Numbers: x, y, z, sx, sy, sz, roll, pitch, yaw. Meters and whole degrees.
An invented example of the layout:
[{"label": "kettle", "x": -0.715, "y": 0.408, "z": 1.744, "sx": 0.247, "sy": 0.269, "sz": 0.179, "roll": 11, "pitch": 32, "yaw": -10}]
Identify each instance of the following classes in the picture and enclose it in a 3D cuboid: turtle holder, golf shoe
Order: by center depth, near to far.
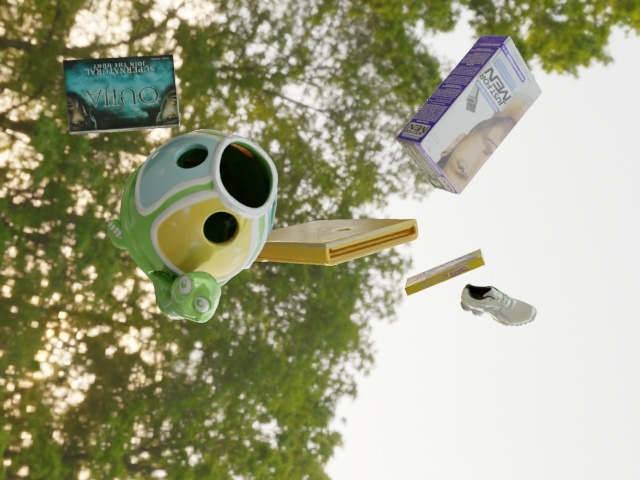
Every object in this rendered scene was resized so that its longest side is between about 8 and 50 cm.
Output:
[{"label": "turtle holder", "x": -0.197, "y": -0.039, "z": 1.124, "sx": 0.227, "sy": 0.243, "sz": 0.320, "roll": -30, "pitch": -167, "yaw": 41}, {"label": "golf shoe", "x": 0.404, "y": 0.143, "z": 1.619, "sx": 0.176, "sy": 0.086, "sz": 0.069, "roll": 10, "pitch": -124, "yaw": 21}]

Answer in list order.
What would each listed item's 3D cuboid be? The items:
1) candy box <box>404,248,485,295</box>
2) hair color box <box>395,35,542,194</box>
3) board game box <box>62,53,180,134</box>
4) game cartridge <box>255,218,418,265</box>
[{"label": "candy box", "x": 0.309, "y": 0.078, "z": 1.767, "sx": 0.205, "sy": 0.105, "sz": 0.027, "roll": -24, "pitch": -86, "yaw": 14}, {"label": "hair color box", "x": 0.355, "y": -0.297, "z": 1.676, "sx": 0.339, "sy": 0.185, "sz": 0.110, "roll": -50, "pitch": -147, "yaw": -7}, {"label": "board game box", "x": -0.341, "y": -0.251, "z": 1.222, "sx": 0.026, "sy": 0.186, "sz": 0.126, "roll": 176, "pitch": -92, "yaw": -82}, {"label": "game cartridge", "x": 0.000, "y": 0.000, "z": 1.529, "sx": 0.323, "sy": 0.285, "sz": 0.053, "roll": -1, "pitch": -80, "yaw": 47}]
